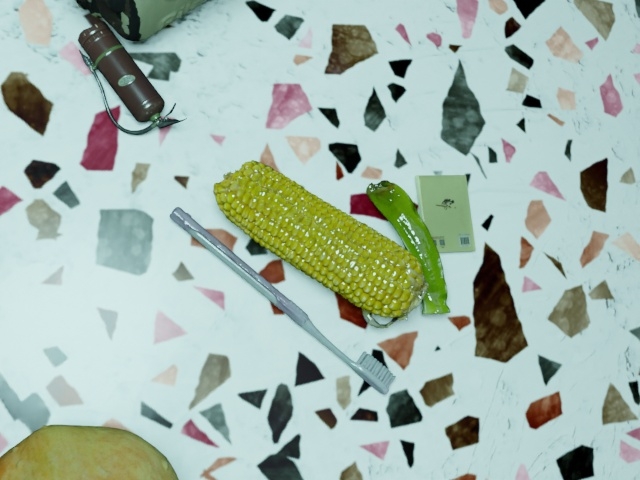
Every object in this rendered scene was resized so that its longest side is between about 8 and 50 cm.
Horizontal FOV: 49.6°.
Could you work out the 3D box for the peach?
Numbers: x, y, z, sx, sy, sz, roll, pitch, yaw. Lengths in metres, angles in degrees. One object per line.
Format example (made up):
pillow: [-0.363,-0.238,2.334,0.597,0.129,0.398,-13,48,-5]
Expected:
peach: [-0.234,0.279,0.662,0.232,0.232,0.233,4,77,-16]

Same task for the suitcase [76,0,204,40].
suitcase: [-0.132,-0.408,0.773,0.194,0.339,0.351,46,66,-2]

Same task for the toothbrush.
toothbrush: [-0.044,0.074,0.870,0.354,0.024,0.029,40,65,-6]

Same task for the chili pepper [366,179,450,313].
chili pepper: [0.125,0.006,0.922,0.052,0.050,0.202,-21,85,-20]

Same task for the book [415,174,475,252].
book: [0.173,-0.037,0.966,0.077,0.014,0.111,-2,80,-19]

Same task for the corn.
corn: [0.000,0.000,0.865,0.293,0.106,0.106,33,71,-5]

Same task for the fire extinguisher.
fire extinguisher: [-0.242,-0.191,0.859,0.078,0.045,0.157,-37,92,7]
